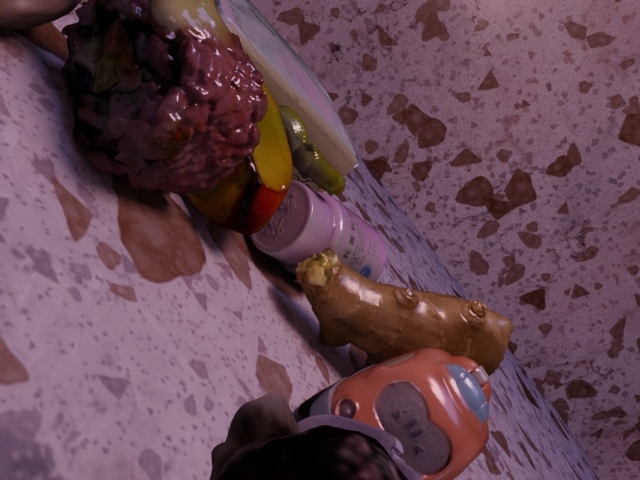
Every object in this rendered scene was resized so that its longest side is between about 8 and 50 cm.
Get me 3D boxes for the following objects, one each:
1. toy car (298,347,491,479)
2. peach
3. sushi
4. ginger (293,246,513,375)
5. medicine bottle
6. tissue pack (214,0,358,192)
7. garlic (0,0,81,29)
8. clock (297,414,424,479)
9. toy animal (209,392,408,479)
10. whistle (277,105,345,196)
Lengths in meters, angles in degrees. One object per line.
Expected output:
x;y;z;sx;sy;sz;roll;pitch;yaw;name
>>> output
0.119;0.230;0.703;0.180;0.212;0.270;59;17;15;toy car
-0.127;-0.124;0.817;0.154;0.159;0.267;-2;69;-57;peach
-0.199;-0.200;0.668;0.171;0.236;0.270;5;48;-53;sushi
0.122;0.146;0.896;0.375;0.236;0.166;25;53;1;ginger
0.000;0.000;0.950;0.254;0.152;0.152;30;29;-53;medicine bottle
-0.139;-0.298;1.068;0.405;0.205;0.332;36;24;-45;tissue pack
-0.354;-0.298;0.612;0.318;0.143;0.112;-75;170;-65;garlic
0.049;0.299;0.494;0.254;0.189;0.189;52;15;-35;clock
0.011;0.225;0.259;0.194;0.303;0.344;43;20;-42;toy animal
-0.038;-0.141;0.882;0.057;0.104;0.198;-23;59;-37;whistle
